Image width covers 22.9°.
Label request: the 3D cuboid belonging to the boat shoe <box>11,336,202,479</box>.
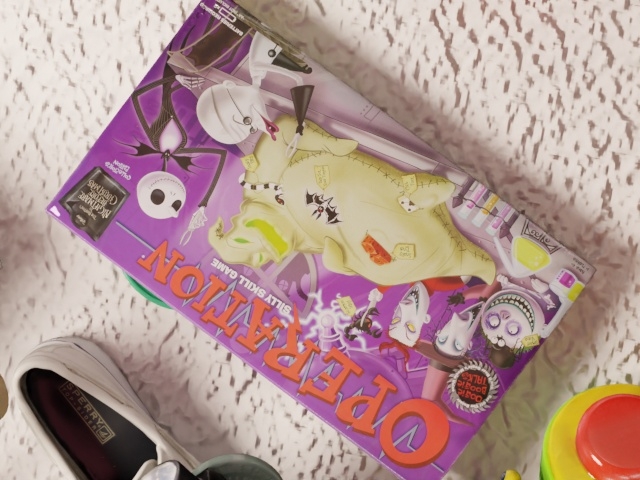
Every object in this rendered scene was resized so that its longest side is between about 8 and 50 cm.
[{"bbox_3d":[-0.129,0.183,1.175,0.096,0.088,0.267,-37,91,9],"label":"boat shoe"}]

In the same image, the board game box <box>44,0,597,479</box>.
[{"bbox_3d":[0.000,0.000,1.145,0.347,0.056,0.208,36,93,2],"label":"board game box"}]

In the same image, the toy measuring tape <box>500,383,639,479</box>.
[{"bbox_3d":[0.271,0.143,1.124,0.330,0.121,0.121,-16,94,-8],"label":"toy measuring tape"}]

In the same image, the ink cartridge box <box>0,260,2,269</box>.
[{"bbox_3d":[-0.319,-0.014,1.167,0.063,0.109,0.150,-39,90,11],"label":"ink cartridge box"}]

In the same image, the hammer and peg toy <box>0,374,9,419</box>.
[{"bbox_3d":[-0.406,0.096,1.112,0.361,0.127,0.266,32,125,17],"label":"hammer and peg toy"}]

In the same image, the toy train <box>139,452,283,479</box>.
[{"bbox_3d":[-0.040,0.297,1.118,0.190,0.142,0.334,-41,114,11],"label":"toy train"}]

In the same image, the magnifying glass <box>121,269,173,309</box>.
[{"bbox_3d":[-0.046,0.034,1.183,0.231,0.026,0.092,26,98,6],"label":"magnifying glass"}]
